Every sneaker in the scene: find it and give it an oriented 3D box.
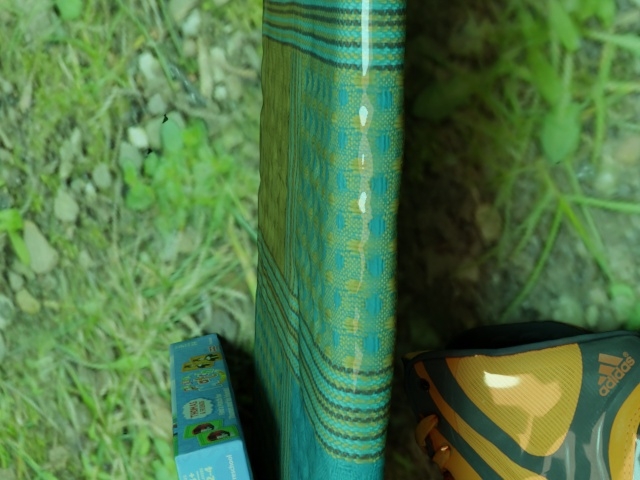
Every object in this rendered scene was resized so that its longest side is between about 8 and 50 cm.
[{"bbox_3d":[0.076,0.155,0.592,0.321,0.124,0.180,-37,82,20],"label":"sneaker"}]

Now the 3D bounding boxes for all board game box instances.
[{"bbox_3d":[-0.054,0.158,0.608,0.039,0.211,0.160,-12,100,-6],"label":"board game box"}]

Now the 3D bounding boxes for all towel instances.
[{"bbox_3d":[0.000,0.000,0.513,0.040,0.271,0.370,-1,106,-10],"label":"towel"}]
